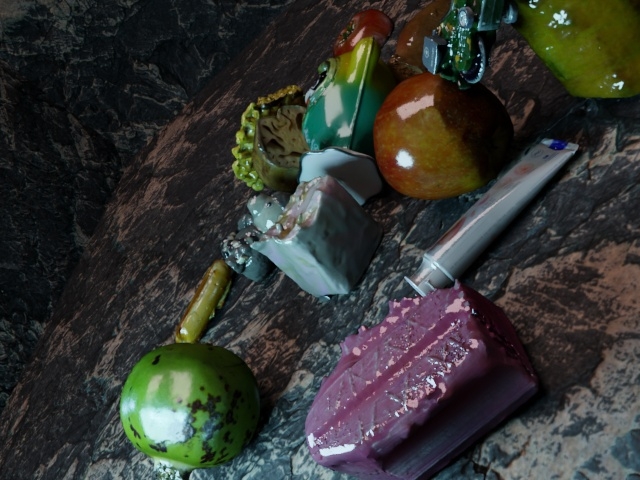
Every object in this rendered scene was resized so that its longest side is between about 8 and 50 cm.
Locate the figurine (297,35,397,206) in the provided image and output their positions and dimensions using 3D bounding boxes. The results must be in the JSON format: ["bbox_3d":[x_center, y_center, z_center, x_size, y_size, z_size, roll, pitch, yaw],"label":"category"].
[{"bbox_3d":[0.072,-0.255,1.548,0.323,0.232,0.340,102,180,-59],"label":"figurine"}]

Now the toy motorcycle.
[{"bbox_3d":[0.211,-0.372,1.068,0.125,0.274,0.187,-10,38,-16],"label":"toy motorcycle"}]

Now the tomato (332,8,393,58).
[{"bbox_3d":[0.109,-0.588,2.111,0.225,0.085,0.225,-38,31,28],"label":"tomato"}]

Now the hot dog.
[{"bbox_3d":[-0.276,0.150,1.763,0.250,0.076,0.104,-64,8,-34],"label":"hot dog"}]

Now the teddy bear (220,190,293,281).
[{"bbox_3d":[-0.131,-0.034,1.682,0.251,0.144,0.171,-52,17,-7],"label":"teddy bear"}]

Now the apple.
[{"bbox_3d":[0.208,-0.175,1.213,0.230,0.230,0.230,-39,27,25],"label":"apple"}]

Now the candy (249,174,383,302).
[{"bbox_3d":[0.000,0.000,1.363,0.137,0.195,0.184,-2,49,53],"label":"candy"}]

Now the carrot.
[{"bbox_3d":[0.398,-0.393,1.096,0.241,0.340,0.241,-39,13,11],"label":"carrot"}]

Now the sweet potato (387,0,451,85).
[{"bbox_3d":[0.257,-0.477,1.646,0.131,0.131,0.336,-11,46,55],"label":"sweet potato"}]

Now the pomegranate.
[{"bbox_3d":[-0.233,0.308,1.285,0.254,0.254,0.270,-23,48,46],"label":"pomegranate"}]

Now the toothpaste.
[{"bbox_3d":[0.263,-0.039,1.117,0.323,0.066,0.100,-46,20,0],"label":"toothpaste"}]

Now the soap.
[{"bbox_3d":[0.113,0.200,0.959,0.325,0.127,0.220,-43,25,19],"label":"soap"}]

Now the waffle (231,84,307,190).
[{"bbox_3d":[-0.123,-0.284,1.905,0.060,0.307,0.311,28,68,20],"label":"waffle"}]

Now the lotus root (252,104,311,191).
[{"bbox_3d":[-0.088,-0.218,1.804,0.180,0.188,0.199,129,144,-59],"label":"lotus root"}]
